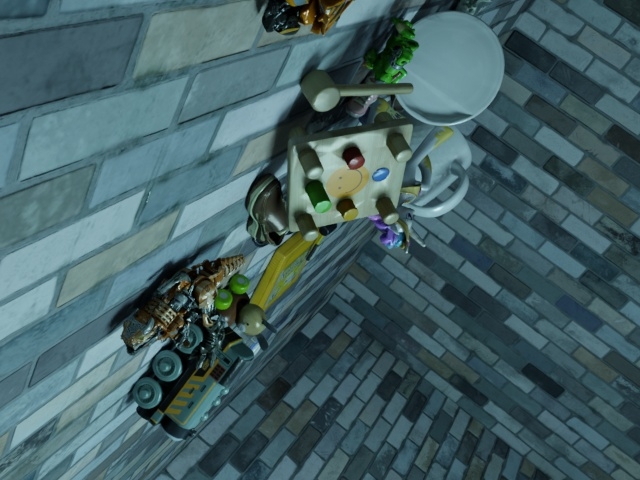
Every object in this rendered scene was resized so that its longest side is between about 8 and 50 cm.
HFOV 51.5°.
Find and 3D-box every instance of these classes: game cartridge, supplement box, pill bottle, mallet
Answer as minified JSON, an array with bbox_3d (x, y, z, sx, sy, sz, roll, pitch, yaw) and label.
[{"bbox_3d":[-0.107,0.083,2.185,0.285,0.053,0.323,-43,168,-47],"label":"game cartridge"},{"bbox_3d":[0.208,-0.346,1.969,0.056,0.083,0.083,-51,172,-9],"label":"supplement box"},{"bbox_3d":[-0.249,0.298,2.028,0.078,0.137,0.078,-51,171,-12],"label":"pill bottle"},{"bbox_3d":[0.000,0.000,2.184,0.062,0.039,0.189,-41,168,-39],"label":"mallet"}]

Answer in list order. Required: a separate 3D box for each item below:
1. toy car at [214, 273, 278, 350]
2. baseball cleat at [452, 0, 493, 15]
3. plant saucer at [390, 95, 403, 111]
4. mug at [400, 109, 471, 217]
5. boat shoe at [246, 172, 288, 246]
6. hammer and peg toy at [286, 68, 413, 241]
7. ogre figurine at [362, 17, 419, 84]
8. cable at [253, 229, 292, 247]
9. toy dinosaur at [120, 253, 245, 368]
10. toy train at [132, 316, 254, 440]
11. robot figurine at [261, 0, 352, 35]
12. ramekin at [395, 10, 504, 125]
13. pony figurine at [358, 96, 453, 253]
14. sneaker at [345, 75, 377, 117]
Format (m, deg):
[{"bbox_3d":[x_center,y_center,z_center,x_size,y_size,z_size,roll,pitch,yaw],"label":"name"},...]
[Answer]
[{"bbox_3d":[-0.203,0.214,1.758,0.149,0.188,0.155,-43,167,-47],"label":"toy car"},{"bbox_3d":[0.423,-0.668,1.894,0.206,0.072,0.109,-39,179,-39],"label":"baseball cleat"},{"bbox_3d":[0.299,-0.493,1.859,0.311,0.050,0.310,-41,169,-10],"label":"plant saucer"},{"bbox_3d":[0.296,-0.209,2.083,0.328,0.374,0.276,-42,140,-10],"label":"mug"},{"bbox_3d":[-0.103,-0.060,1.477,0.095,0.095,0.257,-49,171,-18],"label":"boat shoe"},{"bbox_3d":[0.064,-0.164,1.322,0.266,0.127,0.361,-12,141,-15],"label":"hammer and peg toy"},{"bbox_3d":[0.158,-0.398,1.435,0.118,0.097,0.197,-52,-143,34],"label":"ogre figurine"},{"bbox_3d":[-0.104,-0.029,1.697,0.151,0.047,0.184,-38,169,-9],"label":"cable"},{"bbox_3d":[-0.258,0.132,1.334,0.322,0.164,0.218,-22,139,-29],"label":"toy dinosaur"},{"bbox_3d":[-0.318,0.340,1.653,0.333,0.190,0.142,-53,168,6],"label":"toy train"},{"bbox_3d":[0.002,-0.363,0.831,0.211,0.085,0.291,-51,171,-4],"label":"robot figurine"},{"bbox_3d":[0.310,-0.424,1.643,0.272,0.273,0.127,-55,-178,17],"label":"ramekin"},{"bbox_3d":[0.135,-0.172,1.644,0.302,0.351,0.363,120,-8,-62],"label":"pony figurine"},{"bbox_3d":[0.106,-0.345,1.562,0.134,0.051,0.070,-48,169,-44],"label":"sneaker"}]
